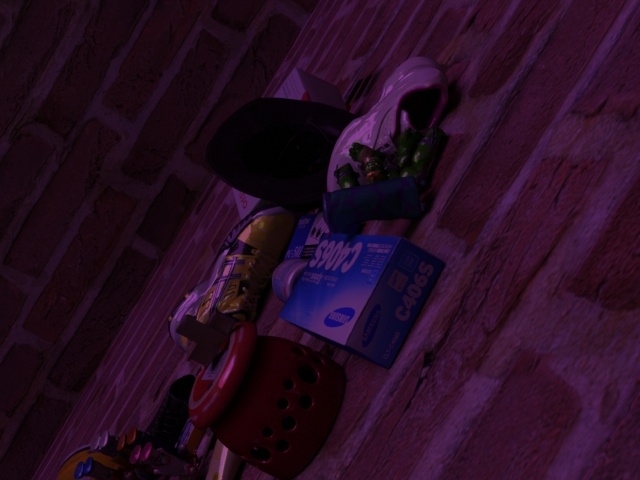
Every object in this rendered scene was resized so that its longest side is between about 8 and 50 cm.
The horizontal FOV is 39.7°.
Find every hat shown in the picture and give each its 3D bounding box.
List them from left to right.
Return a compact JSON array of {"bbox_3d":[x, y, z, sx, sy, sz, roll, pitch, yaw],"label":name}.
[{"bbox_3d":[-0.053,-0.144,1.747,0.134,0.331,0.331,85,-163,-47],"label":"hat"}]

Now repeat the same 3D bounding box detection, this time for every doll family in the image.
[{"bbox_3d":[-0.321,0.403,1.664,0.263,0.163,0.118,-20,48,35],"label":"doll family"}]

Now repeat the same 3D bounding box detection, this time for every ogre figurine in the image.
[{"bbox_3d":[0.110,-0.110,1.435,0.197,0.096,0.118,-6,48,12],"label":"ogre figurine"}]

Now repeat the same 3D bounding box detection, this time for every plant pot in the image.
[{"bbox_3d":[-0.087,0.226,1.282,0.191,0.174,0.191,-54,17,25],"label":"plant pot"}]

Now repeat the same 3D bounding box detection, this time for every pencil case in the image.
[{"bbox_3d":[0.078,-0.052,1.339,0.064,0.152,0.070,-113,14,-73],"label":"pencil case"}]

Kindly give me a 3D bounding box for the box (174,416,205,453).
[{"bbox_3d":[-0.258,0.386,1.796,0.081,0.028,0.136,-30,35,62],"label":"box"}]

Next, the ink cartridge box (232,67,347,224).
[{"bbox_3d":[-0.069,-0.195,1.987,0.306,0.131,0.226,-49,39,27],"label":"ink cartridge box"}]

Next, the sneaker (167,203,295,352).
[{"bbox_3d":[-0.164,0.098,1.911,0.384,0.145,0.147,-56,46,4],"label":"sneaker"}]

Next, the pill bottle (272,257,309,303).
[{"bbox_3d":[-0.036,0.076,1.562,0.087,0.087,0.160,-61,15,-6],"label":"pill bottle"}]

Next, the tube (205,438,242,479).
[{"bbox_3d":[-0.148,0.340,1.483,0.070,0.062,0.240,62,-138,-59],"label":"tube"}]

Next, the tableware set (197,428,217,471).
[{"bbox_3d":[-0.160,0.312,1.594,0.194,0.039,0.128,-67,-3,-46],"label":"tableware set"}]

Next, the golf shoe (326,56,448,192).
[{"bbox_3d":[0.113,-0.175,1.526,0.306,0.115,0.140,-56,19,16],"label":"golf shoe"}]

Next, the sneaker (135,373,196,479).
[{"bbox_3d":[-0.324,0.384,1.845,0.118,0.083,0.222,109,-178,-55],"label":"sneaker"}]

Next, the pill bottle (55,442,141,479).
[{"bbox_3d":[-0.452,0.558,1.784,0.188,0.188,0.334,-58,16,6],"label":"pill bottle"}]

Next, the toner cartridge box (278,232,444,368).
[{"bbox_3d":[0.047,0.077,1.317,0.165,0.075,0.348,-62,16,-7],"label":"toner cartridge box"}]

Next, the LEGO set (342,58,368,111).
[{"bbox_3d":[0.053,-0.298,2.111,0.244,0.060,0.182,-59,4,-9],"label":"LEGO set"}]

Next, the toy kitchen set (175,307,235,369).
[{"bbox_3d":[-0.173,0.124,1.276,0.083,0.068,0.075,-57,15,12],"label":"toy kitchen set"}]

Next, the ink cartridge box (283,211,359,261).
[{"bbox_3d":[0.000,0.000,1.635,0.207,0.046,0.097,-7,60,68],"label":"ink cartridge box"}]

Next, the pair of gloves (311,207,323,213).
[{"bbox_3d":[0.029,-0.098,1.805,0.159,0.023,0.198,-53,21,17],"label":"pair of gloves"}]
